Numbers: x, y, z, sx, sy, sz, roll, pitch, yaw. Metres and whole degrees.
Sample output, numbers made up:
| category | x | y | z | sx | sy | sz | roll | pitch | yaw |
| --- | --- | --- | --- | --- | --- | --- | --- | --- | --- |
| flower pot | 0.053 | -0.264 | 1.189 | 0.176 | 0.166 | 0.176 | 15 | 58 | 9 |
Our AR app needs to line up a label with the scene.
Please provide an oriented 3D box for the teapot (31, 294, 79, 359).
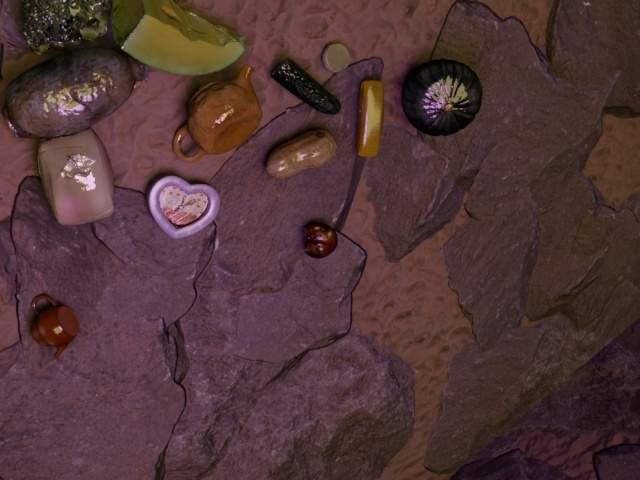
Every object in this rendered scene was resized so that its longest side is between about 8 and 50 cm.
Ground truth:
| category | x | y | z | sx | sy | sz | roll | pitch | yaw |
| --- | --- | --- | --- | --- | --- | --- | --- | --- | --- |
| teapot | -0.709 | 0.226 | 1.519 | 0.116 | 0.116 | 0.173 | -24 | 91 | -19 |

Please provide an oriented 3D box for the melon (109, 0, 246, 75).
| category | x | y | z | sx | sy | sz | roll | pitch | yaw |
| --- | --- | --- | --- | --- | --- | --- | --- | --- | --- |
| melon | -0.338 | -0.493 | 1.408 | 0.323 | 0.124 | 0.196 | 10 | 60 | -45 |

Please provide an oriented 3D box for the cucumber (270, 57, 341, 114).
| category | x | y | z | sx | sy | sz | roll | pitch | yaw |
| --- | --- | --- | --- | --- | --- | --- | --- | --- | --- |
| cucumber | -0.035 | -0.431 | 1.655 | 0.241 | 0.074 | 0.074 | 31 | 92 | -35 |

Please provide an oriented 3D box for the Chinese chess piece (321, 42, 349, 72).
| category | x | y | z | sx | sy | sz | roll | pitch | yaw |
| --- | --- | --- | --- | --- | --- | --- | --- | --- | --- |
| Chinese chess piece | 0.044 | -0.531 | 1.683 | 0.084 | 0.034 | 0.084 | -9 | 111 | -23 |

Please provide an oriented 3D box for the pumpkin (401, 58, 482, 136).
| category | x | y | z | sx | sy | sz | roll | pitch | yaw |
| --- | --- | --- | --- | --- | --- | --- | --- | --- | --- |
| pumpkin | 0.371 | -0.450 | 1.797 | 0.250 | 0.216 | 0.250 | -7 | 140 | -6 |

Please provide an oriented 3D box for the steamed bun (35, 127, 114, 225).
| category | x | y | z | sx | sy | sz | roll | pitch | yaw |
| --- | --- | --- | --- | --- | --- | --- | --- | --- | --- |
| steamed bun | -0.588 | -0.147 | 1.409 | 0.170 | 0.152 | 0.238 | -15 | 112 | -22 |

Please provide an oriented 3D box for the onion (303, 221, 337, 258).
| category | x | y | z | sx | sy | sz | roll | pitch | yaw |
| --- | --- | --- | --- | --- | --- | --- | --- | --- | --- |
| onion | 0.000 | 0.000 | 1.810 | 0.119 | 0.118 | 0.117 | -21 | 139 | -21 |

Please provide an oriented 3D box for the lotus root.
| category | x | y | z | sx | sy | sz | roll | pitch | yaw |
| --- | --- | --- | --- | --- | --- | --- | --- | --- | --- |
| lotus root | -0.563 | -0.348 | 1.330 | 0.350 | 0.175 | 0.175 | -30 | 120 | -11 |

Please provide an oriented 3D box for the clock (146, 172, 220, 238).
| category | x | y | z | sx | sy | sz | roll | pitch | yaw |
| --- | --- | --- | --- | --- | --- | --- | --- | --- | --- |
| clock | -0.385 | -0.091 | 1.593 | 0.198 | 0.064 | 0.172 | 13 | 102 | -32 |

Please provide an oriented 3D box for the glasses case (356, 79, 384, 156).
| category | x | y | z | sx | sy | sz | roll | pitch | yaw |
| --- | --- | --- | --- | --- | --- | --- | --- | --- | --- |
| glasses case | 0.153 | -0.374 | 1.782 | 0.079 | 0.064 | 0.234 | -6 | 111 | -23 |

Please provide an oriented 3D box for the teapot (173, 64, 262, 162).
| category | x | y | z | sx | sy | sz | roll | pitch | yaw |
| --- | --- | --- | --- | --- | --- | --- | --- | --- | --- |
| teapot | -0.276 | -0.333 | 1.516 | 0.311 | 0.167 | 0.203 | -40 | 170 | 17 |

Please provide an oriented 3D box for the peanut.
| category | x | y | z | sx | sy | sz | roll | pitch | yaw |
| --- | --- | --- | --- | --- | --- | --- | --- | --- | --- |
| peanut | -0.056 | -0.250 | 1.682 | 0.236 | 0.120 | 0.110 | -29 | 159 | -23 |

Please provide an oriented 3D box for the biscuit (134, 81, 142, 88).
| category | x | y | z | sx | sy | sz | roll | pitch | yaw |
| --- | --- | --- | --- | --- | --- | --- | --- | --- | --- |
| biscuit | -0.512 | -0.415 | 1.431 | 0.147 | 0.018 | 0.071 | 2 | 110 | -30 |

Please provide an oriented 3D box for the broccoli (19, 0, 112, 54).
| category | x | y | z | sx | sy | sz | roll | pitch | yaw |
| --- | --- | --- | --- | --- | --- | --- | --- | --- | --- |
| broccoli | -0.555 | -0.510 | 1.271 | 0.176 | 0.198 | 0.226 | -9 | 130 | -38 |
